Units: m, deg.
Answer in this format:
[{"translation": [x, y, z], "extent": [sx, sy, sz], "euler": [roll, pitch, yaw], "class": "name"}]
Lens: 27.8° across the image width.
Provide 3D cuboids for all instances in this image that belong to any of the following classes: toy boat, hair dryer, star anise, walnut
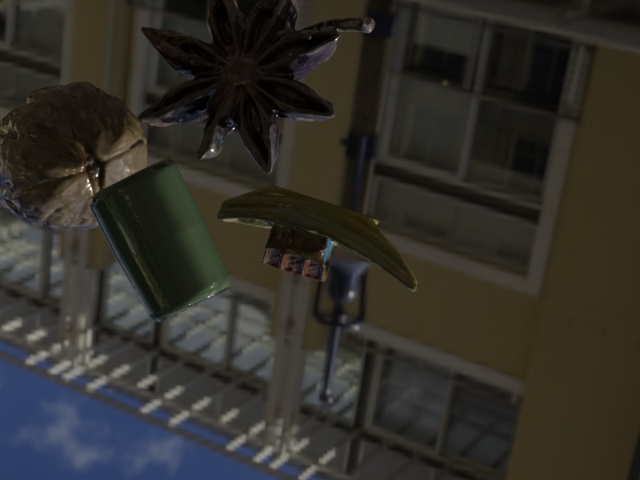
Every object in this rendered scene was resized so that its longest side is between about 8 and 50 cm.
[{"translation": [0.000, 0.000, 1.057], "extent": [0.172, 0.066, 0.065], "euler": [18, 179, -1], "class": "toy boat"}, {"translation": [-0.085, 0.000, 0.687], "extent": [0.047, 0.071, 0.150], "euler": [-26, -176, -6], "class": "hair dryer"}, {"translation": [-0.064, -0.176, 1.344], "extent": [0.262, 0.230, 0.081], "euler": [-21, 157, 7], "class": "star anise"}, {"translation": [-0.289, -0.093, 1.459], "extent": [0.178, 0.178, 0.230], "euler": [-4, -177, -30], "class": "walnut"}]
